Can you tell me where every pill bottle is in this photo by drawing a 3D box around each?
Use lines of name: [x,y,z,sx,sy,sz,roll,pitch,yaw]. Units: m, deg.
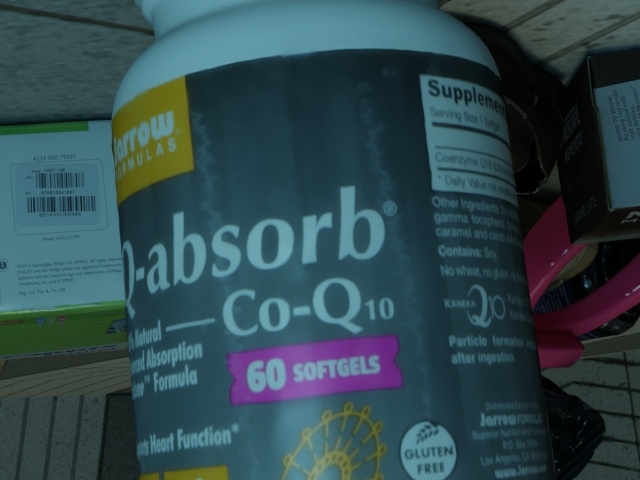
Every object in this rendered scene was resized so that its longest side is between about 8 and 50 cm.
pill bottle: [0.255,0.044,1.451,0.219,0.122,0.123,-13,168,39]
pill bottle: [0.000,0.000,0.560,0.162,0.278,0.162,-7,170,-1]

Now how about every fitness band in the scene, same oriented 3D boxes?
fitness band: [0.241,0.023,1.217,0.209,0.054,0.291,-48,154,18]

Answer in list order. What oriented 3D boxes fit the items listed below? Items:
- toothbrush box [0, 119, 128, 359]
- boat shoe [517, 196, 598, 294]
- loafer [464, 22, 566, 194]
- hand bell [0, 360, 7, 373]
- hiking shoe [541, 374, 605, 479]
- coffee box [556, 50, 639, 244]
toothbrush box: [-0.226,0.013,0.962,0.206,0.122,0.283,-4,169,-13]
boat shoe: [0.108,0.047,1.373,0.341,0.121,0.110,-16,166,39]
loafer: [0.091,-0.068,0.812,0.080,0.078,0.220,-13,169,33]
hand bell: [-0.193,0.019,1.170,0.242,0.126,0.126,-21,168,11]
hiking shoe: [0.115,0.132,1.275,0.304,0.113,0.132,32,-178,-32]
coffee box: [0.283,-0.066,0.890,0.247,0.098,0.141,-6,170,-1]
